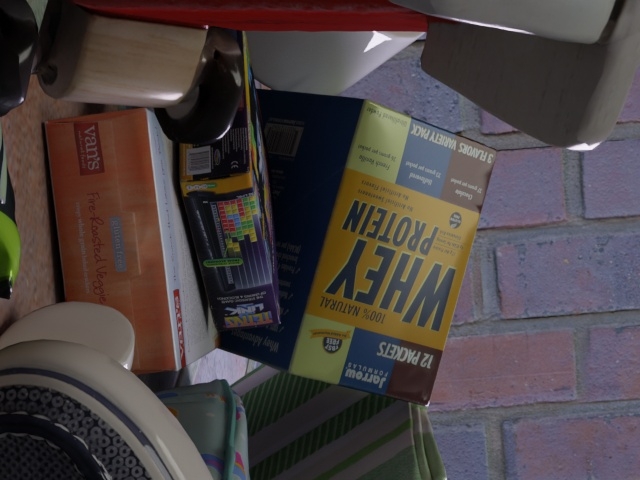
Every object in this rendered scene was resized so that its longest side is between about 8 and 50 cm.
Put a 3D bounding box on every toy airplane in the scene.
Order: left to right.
[{"bbox_3d":[0.006,-0.174,0.622,0.386,0.384,0.272,-5,101,-85],"label":"toy airplane"}]

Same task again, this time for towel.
[{"bbox_3d":[-0.011,0.168,1.272,0.038,0.248,0.325,51,16,-21],"label":"towel"}]

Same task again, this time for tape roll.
[{"bbox_3d":[-0.035,-0.255,1.269,0.286,0.100,0.286,39,32,-31],"label":"tape roll"}]

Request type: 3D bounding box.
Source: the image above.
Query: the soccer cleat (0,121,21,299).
[{"bbox_3d":[-0.150,-0.046,0.608,0.179,0.060,0.072,92,-13,-52],"label":"soccer cleat"}]

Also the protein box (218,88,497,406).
[{"bbox_3d":[0.000,0.000,1.212,0.200,0.136,0.201,12,-94,54],"label":"protein box"}]

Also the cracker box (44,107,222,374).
[{"bbox_3d":[-0.116,0.003,1.019,0.232,0.067,0.156,12,71,-88],"label":"cracker box"}]

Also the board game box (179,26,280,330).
[{"bbox_3d":[-0.061,-0.048,1.062,0.141,0.048,0.170,79,4,-45],"label":"board game box"}]

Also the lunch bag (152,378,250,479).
[{"bbox_3d":[-0.082,0.218,0.860,0.279,0.107,0.224,-95,180,-73],"label":"lunch bag"}]

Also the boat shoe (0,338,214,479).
[{"bbox_3d":[-0.095,0.218,0.583,0.158,0.127,0.341,-45,126,-71],"label":"boat shoe"}]

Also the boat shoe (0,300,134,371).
[{"bbox_3d":[-0.127,0.095,0.745,0.184,0.066,0.063,-94,-168,-61],"label":"boat shoe"}]
